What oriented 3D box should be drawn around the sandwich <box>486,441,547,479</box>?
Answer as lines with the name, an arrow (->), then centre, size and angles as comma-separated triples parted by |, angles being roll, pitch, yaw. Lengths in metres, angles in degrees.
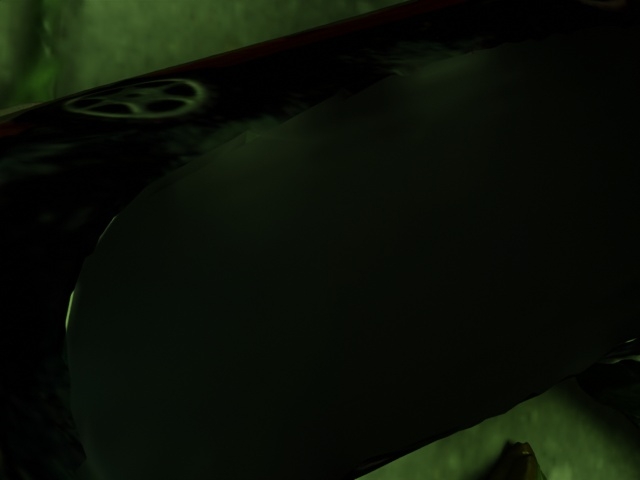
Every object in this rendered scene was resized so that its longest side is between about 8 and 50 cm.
sandwich -> 0.040, 0.187, 0.661 | 0.117, 0.144, 0.187 | 59, 18, -22

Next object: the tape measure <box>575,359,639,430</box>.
tape measure -> 0.237, 0.008, 0.764 | 0.275, 0.147, 0.256 | 32, 64, -31

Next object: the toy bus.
toy bus -> 0.000, 0.000, 0.547 | 0.303, 0.147, 0.127 | -21, 104, -40
